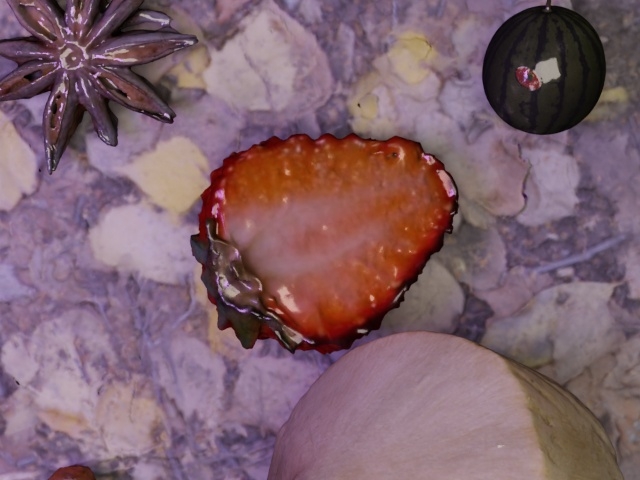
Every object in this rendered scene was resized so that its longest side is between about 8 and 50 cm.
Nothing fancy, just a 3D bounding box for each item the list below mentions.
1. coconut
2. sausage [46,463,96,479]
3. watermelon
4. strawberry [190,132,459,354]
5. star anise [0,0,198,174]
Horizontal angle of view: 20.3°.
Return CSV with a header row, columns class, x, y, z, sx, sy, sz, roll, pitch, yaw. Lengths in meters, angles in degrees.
class,x,y,z,sx,sy,sz,roll,pitch,yaw
coconut,0.090,0.220,1.437,0.329,0.329,0.328,0,96,-2
sausage,-0.249,0.351,1.559,0.087,0.079,0.326,20,96,-19
watermelon,0.190,-0.156,1.507,0.105,0.105,0.133,3,115,-3
strawberry,0.000,0.000,1.530,0.236,0.111,0.190,-24,86,-23
star anise,-0.210,-0.158,1.518,0.182,0.065,0.195,-39,100,7
